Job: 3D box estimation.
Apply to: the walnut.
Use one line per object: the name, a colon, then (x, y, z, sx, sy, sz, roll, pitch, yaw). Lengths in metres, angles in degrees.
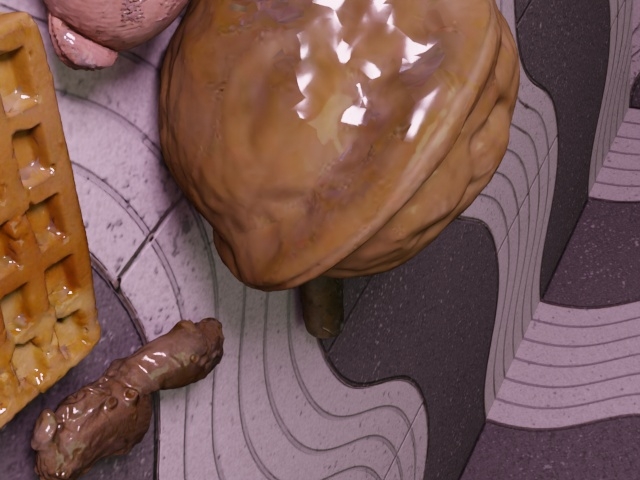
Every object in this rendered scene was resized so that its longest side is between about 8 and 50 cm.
walnut: (0.015, -0.147, 0.888, 0.384, 0.384, 0.383, -38, 136, -48)

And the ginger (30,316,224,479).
ginger: (-0.186, 0.161, 0.924, 0.290, 0.084, 0.122, -38, 130, -48)

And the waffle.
waffle: (-0.283, 0.008, 0.654, 0.224, 0.098, 0.327, -40, 137, -43)

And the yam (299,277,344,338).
yam: (0.000, 0.000, 1.193, 0.071, 0.067, 0.317, -58, 152, -52)

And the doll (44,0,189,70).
doll: (-0.170, -0.280, 0.646, 0.201, 0.156, 0.303, -58, 144, -24)
